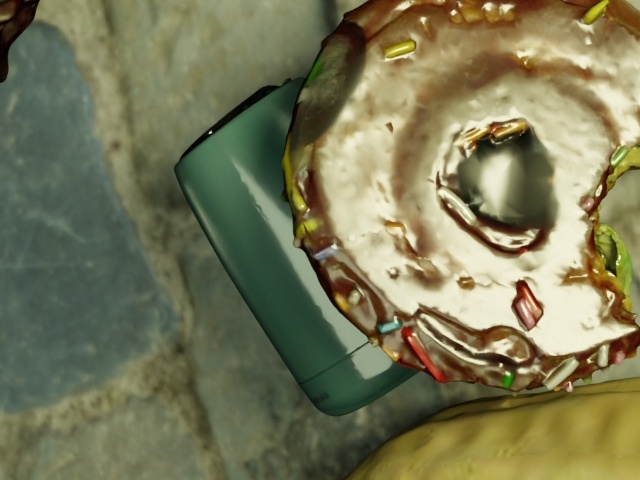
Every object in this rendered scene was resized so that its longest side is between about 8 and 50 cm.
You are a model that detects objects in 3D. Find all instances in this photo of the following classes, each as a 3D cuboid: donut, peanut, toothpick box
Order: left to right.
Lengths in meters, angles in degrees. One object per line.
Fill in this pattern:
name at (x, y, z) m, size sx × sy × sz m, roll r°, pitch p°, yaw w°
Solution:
toothpick box at (0.000, 0.000, 1.043) m, size 0.120 × 0.120 × 0.184 m, roll -36°, pitch 91°, yaw 30°
donut at (0.086, -0.031, 0.952) m, size 0.216 × 0.096 × 0.230 m, roll 4°, pitch 81°, yaw -2°
peanut at (0.130, 0.182, 1.035) m, size 0.387 × 0.169 × 0.192 m, roll -13°, pitch 106°, yaw 31°

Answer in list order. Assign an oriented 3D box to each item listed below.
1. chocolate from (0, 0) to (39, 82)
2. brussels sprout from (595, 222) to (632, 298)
chocolate at (-0.257, -0.174, 1.094) m, size 0.177 × 0.206 × 0.224 m, roll -5°, pitch 128°, yaw -22°
brussels sprout at (0.135, 0.021, 1.024) m, size 0.085 × 0.058 × 0.085 m, roll -1°, pitch 79°, yaw 6°
